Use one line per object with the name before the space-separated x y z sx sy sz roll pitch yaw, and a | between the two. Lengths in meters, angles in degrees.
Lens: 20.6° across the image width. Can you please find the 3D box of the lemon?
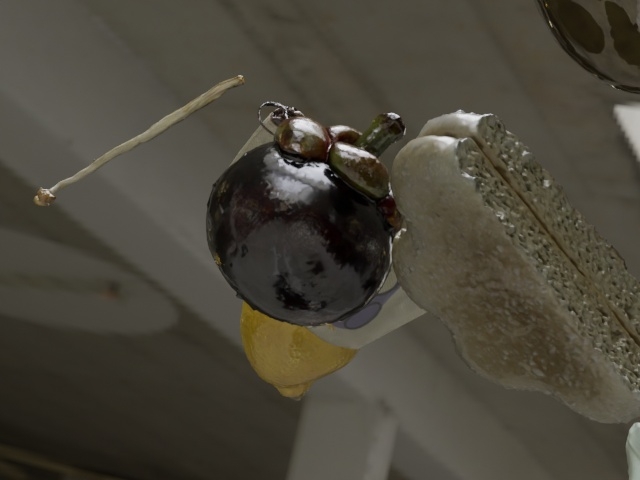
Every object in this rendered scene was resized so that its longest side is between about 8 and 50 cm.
lemon | -0.024 0.114 2.507 0.187 0.244 0.187 13 25 -6

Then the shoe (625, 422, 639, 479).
shoe | 0.383 0.293 2.016 0.095 0.110 0.265 31 6 -5

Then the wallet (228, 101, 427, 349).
wallet | 0.002 -0.003 2.199 0.335 0.068 0.275 40 -45 -6

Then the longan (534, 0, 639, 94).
longan | 0.327 -0.307 1.687 0.288 0.350 0.288 -2 -26 -1

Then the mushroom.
mushroom | -0.204 -0.112 1.955 0.286 0.028 0.026 -30 -47 14

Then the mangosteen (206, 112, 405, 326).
mangosteen | 0.000 -0.034 1.814 0.211 0.250 0.211 39 8 -6

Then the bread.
bread | 0.171 0.039 1.610 0.183 0.102 0.337 -26 -69 42
